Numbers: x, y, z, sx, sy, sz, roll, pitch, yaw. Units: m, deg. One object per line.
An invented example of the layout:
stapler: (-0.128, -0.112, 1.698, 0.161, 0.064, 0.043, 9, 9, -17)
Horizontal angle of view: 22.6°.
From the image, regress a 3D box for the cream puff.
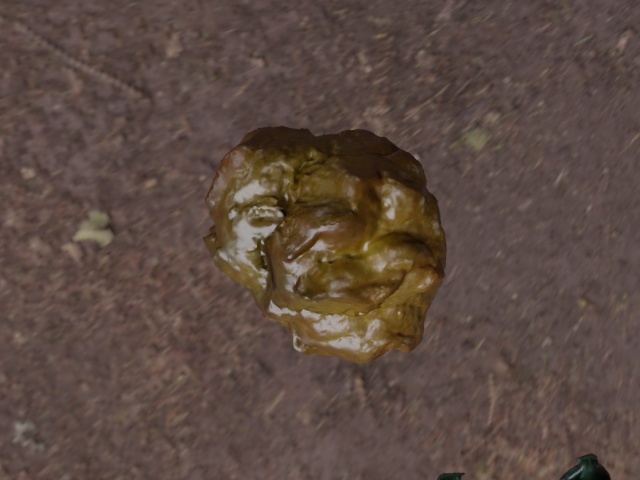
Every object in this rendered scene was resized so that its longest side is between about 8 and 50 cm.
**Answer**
cream puff: (0.000, 0.000, 0.730, 0.094, 0.116, 0.122, -17, 81, -20)

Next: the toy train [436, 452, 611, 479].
toy train: (0.138, 0.223, 1.092, 0.200, 0.083, 0.132, -3, 121, -19)
